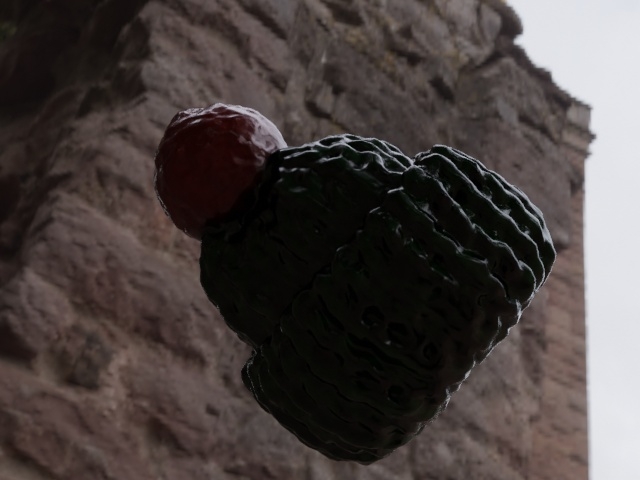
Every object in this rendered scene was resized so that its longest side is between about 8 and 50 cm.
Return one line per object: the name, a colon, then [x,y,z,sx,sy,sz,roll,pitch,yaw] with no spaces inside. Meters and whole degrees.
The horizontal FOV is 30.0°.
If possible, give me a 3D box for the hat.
hat: [0.000,0.000,0.986,0.332,0.274,0.242,40,-4,5]
